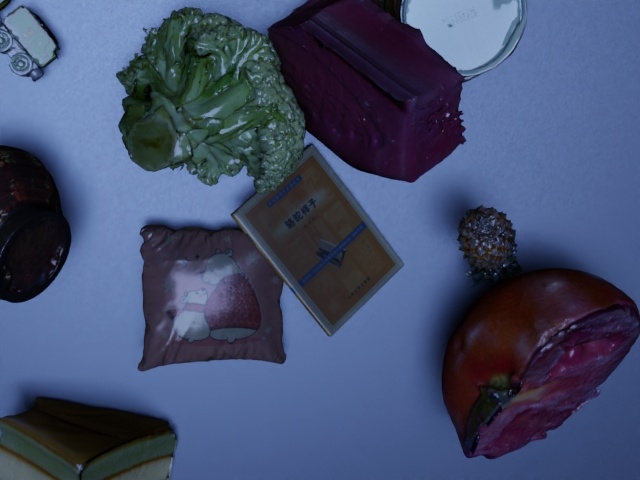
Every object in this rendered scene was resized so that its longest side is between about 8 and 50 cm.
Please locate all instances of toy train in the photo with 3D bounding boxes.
[{"bbox_3d":[-0.453,-0.320,1.618,0.081,0.060,0.202,-39,103,-3],"label":"toy train"}]

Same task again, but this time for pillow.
[{"bbox_3d":[-0.160,0.085,1.714,0.236,0.084,0.223,-2,98,-9],"label":"pillow"}]

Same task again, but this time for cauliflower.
[{"bbox_3d":[-0.168,-0.180,1.566,0.275,0.250,0.272,-8,108,44],"label":"cauliflower"}]

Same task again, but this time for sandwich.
[{"bbox_3d":[-0.372,0.335,1.751,0.198,0.227,0.155,20,105,27],"label":"sandwich"}]

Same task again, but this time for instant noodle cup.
[{"bbox_3d":[0.183,-0.323,1.605,0.230,0.182,0.230,-1,103,-4],"label":"instant noodle cup"}]

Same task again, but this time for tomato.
[{"bbox_3d":[0.313,0.170,1.723,0.289,0.176,0.335,0,130,-43],"label":"tomato"}]

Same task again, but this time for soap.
[{"bbox_3d":[0.051,-0.217,1.557,0.127,0.325,0.220,-30,145,-23],"label":"soap"}]

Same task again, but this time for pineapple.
[{"bbox_3d":[0.249,0.005,1.675,0.083,0.221,0.103,3,72,14],"label":"pineapple"}]

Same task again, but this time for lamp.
[{"bbox_3d":[-0.476,-0.022,1.604,0.246,0.247,0.247,-1,103,-4],"label":"lamp"}]

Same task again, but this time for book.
[{"bbox_3d":[0.000,0.000,1.714,0.170,0.018,0.242,-43,105,-19],"label":"book"}]
